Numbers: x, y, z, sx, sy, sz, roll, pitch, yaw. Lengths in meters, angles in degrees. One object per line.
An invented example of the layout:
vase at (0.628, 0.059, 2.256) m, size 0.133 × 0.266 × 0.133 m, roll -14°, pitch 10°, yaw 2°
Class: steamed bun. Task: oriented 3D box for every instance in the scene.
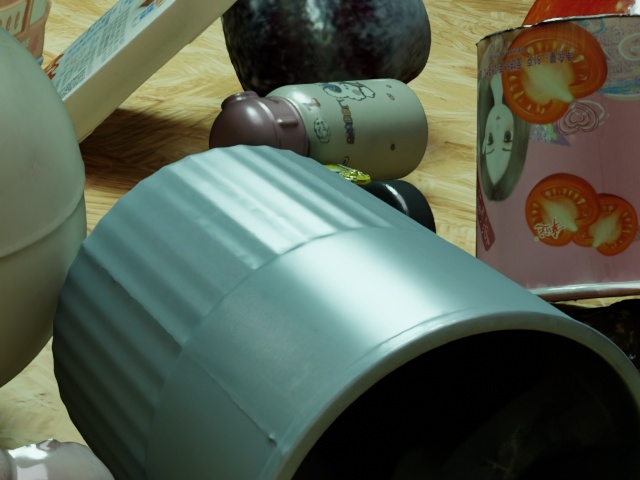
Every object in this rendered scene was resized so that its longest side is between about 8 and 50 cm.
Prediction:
steamed bun at (-0.327, -0.034, 1.199) m, size 0.334 × 0.334 × 0.374 m, roll -7°, pitch 23°, yaw -39°

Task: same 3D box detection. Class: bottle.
bottle at (-0.007, -0.104, 1.832) m, size 0.233 × 0.110 × 0.110 m, roll -8°, pitch 27°, yaw -41°

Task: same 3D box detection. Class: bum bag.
bum bag at (0.270, 0.082, 1.527) m, size 0.248 × 0.069 × 0.102 m, roll -2°, pitch -9°, yaw -29°

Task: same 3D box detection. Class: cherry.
cherry at (0.004, -0.242, 2.023) m, size 0.218 × 0.296 × 0.255 m, roll -12°, pitch 13°, yaw 25°

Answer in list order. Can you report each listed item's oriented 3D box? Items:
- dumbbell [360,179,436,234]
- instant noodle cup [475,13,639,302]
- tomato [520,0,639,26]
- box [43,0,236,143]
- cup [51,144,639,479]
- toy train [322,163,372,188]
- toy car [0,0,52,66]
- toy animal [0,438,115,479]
dumbbell at (0.000, 0.000, 1.570) m, size 0.191 × 0.100 × 0.100 m, roll -5°, pitch 25°, yaw -36°
instant noodle cup at (0.238, -0.064, 1.560) m, size 0.243 × 0.231 × 0.243 m, roll -3°, pitch -3°, yaw 0°
tomato at (0.364, -0.169, 1.933) m, size 0.293 × 0.290 × 0.325 m, roll 12°, pitch 17°, yaw -16°
box at (-0.189, -0.206, 1.846) m, size 0.048 × 0.265 × 0.273 m, roll 46°, pitch 14°, yaw -16°
cup at (0.033, 0.099, 1.099) m, size 0.331 × 0.257 × 0.311 m, roll -4°, pitch 23°, yaw -30°
toy train at (-0.037, -0.039, 1.716) m, size 0.202 × 0.060 × 0.081 m, roll -6°, pitch 20°, yaw -42°
toy car at (-0.363, -0.224, 1.778) m, size 0.180 × 0.212 × 0.270 m, roll 26°, pitch 21°, yaw 2°
toy animal at (-0.143, 0.213, 0.956) m, size 0.124 × 0.124 × 0.212 m, roll -1°, pitch 55°, yaw -29°
